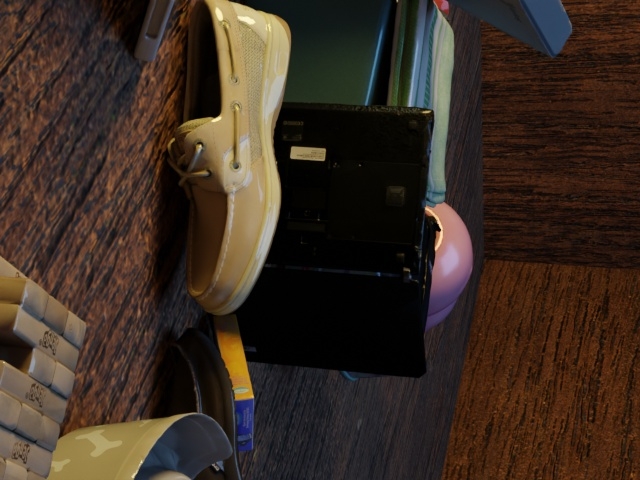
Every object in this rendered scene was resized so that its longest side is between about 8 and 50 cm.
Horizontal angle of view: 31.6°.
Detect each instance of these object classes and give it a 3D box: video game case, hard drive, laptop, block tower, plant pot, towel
[{"bbox_3d":[-0.115,-0.266,0.925,0.173,0.022,0.190,138,-37,-67],"label":"video game case"},{"bbox_3d":[0.104,-0.329,1.260,0.047,0.353,0.233,-59,159,5],"label":"hard drive"},{"bbox_3d":[0.000,0.000,1.180,0.136,0.234,0.264,34,61,-75],"label":"laptop"},{"bbox_3d":[-0.223,0.172,0.636,0.097,0.091,0.335,61,35,-64],"label":"block tower"},{"bbox_3d":[-0.004,-0.153,1.289,0.166,0.166,0.234,27,72,-75],"label":"plant pot"},{"bbox_3d":[0.126,-0.172,1.355,0.325,0.038,0.247,9,85,-76],"label":"towel"}]

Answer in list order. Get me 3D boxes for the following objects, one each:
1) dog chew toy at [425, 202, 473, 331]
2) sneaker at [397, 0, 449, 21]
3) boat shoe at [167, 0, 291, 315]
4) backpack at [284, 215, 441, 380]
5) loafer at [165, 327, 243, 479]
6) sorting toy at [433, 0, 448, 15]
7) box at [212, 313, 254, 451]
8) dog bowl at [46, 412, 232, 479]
[{"bbox_3d":[0.143,0.059,1.870,0.332,0.207,0.206,84,15,-65],"label":"dog chew toy"},{"bbox_3d":[0.091,-0.356,1.738,0.112,0.121,0.299,59,25,5],"label":"sneaker"},{"bbox_3d":[-0.100,-0.082,1.069,0.098,0.109,0.302,15,77,-35],"label":"boat shoe"},{"bbox_3d":[0.058,0.056,1.506,0.225,0.191,0.253,63,24,-49],"label":"backpack"},{"bbox_3d":[-0.120,0.193,1.075,0.080,0.078,0.220,149,-68,-71],"label":"loafer"},{"bbox_3d":[0.121,-0.499,1.866,0.126,0.127,0.365,-30,125,-38],"label":"sorting toy"},{"bbox_3d":[-0.089,0.151,1.159,0.136,0.028,0.081,-110,-162,-46],"label":"box"},{"bbox_3d":[-0.162,0.305,0.894,0.349,0.102,0.348,4,90,-77],"label":"dog bowl"}]
